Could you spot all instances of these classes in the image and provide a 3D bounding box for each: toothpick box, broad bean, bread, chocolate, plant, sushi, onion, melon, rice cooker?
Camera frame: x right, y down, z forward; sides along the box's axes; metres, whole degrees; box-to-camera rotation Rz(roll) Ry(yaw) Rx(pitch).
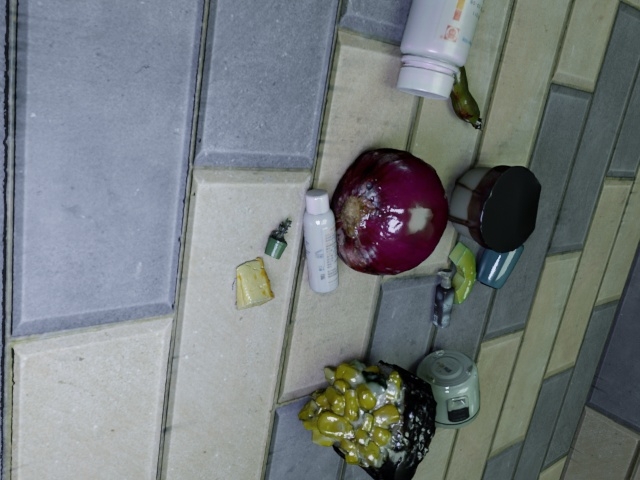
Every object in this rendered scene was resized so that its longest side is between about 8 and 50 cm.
[{"bbox_3d":[0.621,0.075,2.006,0.120,0.120,0.184,16,100,-45],"label":"toothpick box"},{"bbox_3d":[0.391,-0.421,1.614,0.077,0.061,0.339,-56,136,-19],"label":"broad bean"},{"bbox_3d":[-0.172,0.106,1.370,0.084,0.080,0.109,-15,83,-37],"label":"bread"},{"bbox_3d":[0.525,-0.115,1.787,0.284,0.186,0.283,-11,113,-29],"label":"chocolate"},{"bbox_3d":[-0.096,-0.008,1.363,0.051,0.051,0.102,25,86,-45],"label":"plant"},{"bbox_3d":[0.133,0.468,1.601,0.328,0.328,0.285,-51,123,-11],"label":"sushi"},{"bbox_3d":[0.195,-0.057,1.468,0.282,0.260,0.336,9,101,-49],"label":"onion"},{"bbox_3d":[0.473,0.109,1.929,0.118,0.064,0.209,-27,122,-26],"label":"melon"},{"bbox_3d":[0.438,0.517,1.969,0.226,0.226,0.244,-31,129,-29],"label":"rice cooker"}]

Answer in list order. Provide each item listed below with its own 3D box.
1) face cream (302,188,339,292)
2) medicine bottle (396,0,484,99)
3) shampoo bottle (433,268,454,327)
[{"bbox_3d":[0.000,0.000,1.433,0.082,0.082,0.268,-24,122,-33],"label":"face cream"},{"bbox_3d":[0.290,-0.504,1.407,0.170,0.170,0.292,4,104,-43],"label":"medicine bottle"},{"bbox_3d":[0.408,0.190,1.907,0.064,0.057,0.207,-16,118,-33],"label":"shampoo bottle"}]
